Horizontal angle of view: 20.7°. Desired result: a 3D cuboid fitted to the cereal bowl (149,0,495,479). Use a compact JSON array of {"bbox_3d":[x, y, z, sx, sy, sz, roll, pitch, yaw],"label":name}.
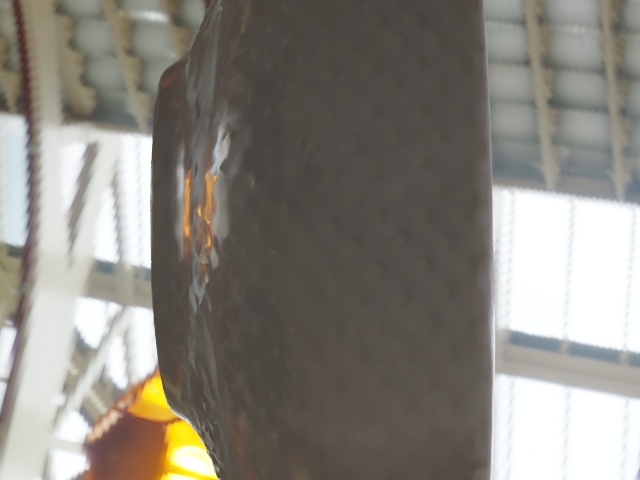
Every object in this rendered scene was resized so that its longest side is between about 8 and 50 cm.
[{"bbox_3d":[0.000,0.000,0.802,0.141,0.339,0.339,-2,-104,1],"label":"cereal bowl"}]
